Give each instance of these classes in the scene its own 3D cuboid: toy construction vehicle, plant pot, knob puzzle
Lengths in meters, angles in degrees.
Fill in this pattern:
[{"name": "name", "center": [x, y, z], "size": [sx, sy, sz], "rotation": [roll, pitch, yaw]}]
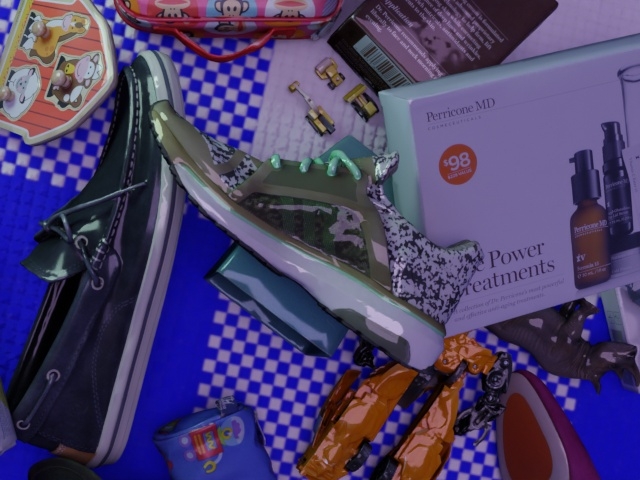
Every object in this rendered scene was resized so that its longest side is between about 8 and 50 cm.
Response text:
[{"name": "toy construction vehicle", "center": [0.018, -0.182, 1.400], "size": [0.086, 0.035, 0.098], "rotation": [-38, 95, -8]}, {"name": "plant pot", "center": [0.000, 0.000, 1.335], "size": [0.165, 0.165, 0.234], "rotation": [38, 79, -6]}, {"name": "knob puzzle", "center": [-0.318, -0.205, 1.291], "size": [0.213, 0.030, 0.213], "rotation": [-8, 74, 28]}]

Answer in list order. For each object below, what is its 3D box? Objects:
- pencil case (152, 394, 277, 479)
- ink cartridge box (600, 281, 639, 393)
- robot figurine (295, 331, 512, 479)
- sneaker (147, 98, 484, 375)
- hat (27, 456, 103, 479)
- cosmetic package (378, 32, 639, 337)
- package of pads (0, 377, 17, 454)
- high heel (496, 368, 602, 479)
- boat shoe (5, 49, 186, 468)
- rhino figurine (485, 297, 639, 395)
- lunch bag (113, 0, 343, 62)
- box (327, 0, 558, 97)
[{"name": "pencil case", "center": [-0.092, 0.339, 1.334], "size": [0.133, 0.119, 0.306], "rotation": [-23, 93, -21]}, {"name": "ink cartridge box", "center": [0.500, 0.029, 1.458], "size": [0.261, 0.066, 0.296], "rotation": [-14, 92, -8]}, {"name": "robot figurine", "center": [0.107, 0.208, 1.384], "size": [0.211, 0.085, 0.291], "rotation": [37, 85, -7]}, {"name": "sneaker", "center": [0.002, -0.040, 1.169], "size": [0.410, 0.158, 0.182], "rotation": [38, 86, -6]}, {"name": "hat", "center": [-0.206, 0.377, 1.266], "size": [0.134, 0.331, 0.331], "rotation": [-19, 93, -42]}, {"name": "cosmetic package", "center": [0.274, -0.073, 1.287], "size": [0.377, 0.097, 0.285], "rotation": [-15, 106, -15]}, {"name": "package of pads", "center": [-0.503, 0.169, 1.226], "size": [0.296, 0.101, 0.229], "rotation": [-17, 90, 19]}, {"name": "high heel", "center": [0.353, 0.336, 1.432], "size": [0.181, 0.127, 0.377], "rotation": [-14, 87, -37]}, {"name": "boat shoe", "center": [-0.265, 0.017, 1.278], "size": [0.156, 0.187, 0.500], "rotation": [13, 92, -21]}, {"name": "rhino figurine", "center": [0.310, 0.118, 1.410], "size": [0.243, 0.073, 0.106], "rotation": [34, 97, 1]}, {"name": "lunch bag", "center": [-0.111, -0.348, 1.340], "size": [0.293, 0.120, 0.258], "rotation": [1, 90, -9]}, {"name": "box", "center": [0.146, -0.268, 1.354], "size": [0.203, 0.167, 0.168], "rotation": [-44, 96, -7]}]
